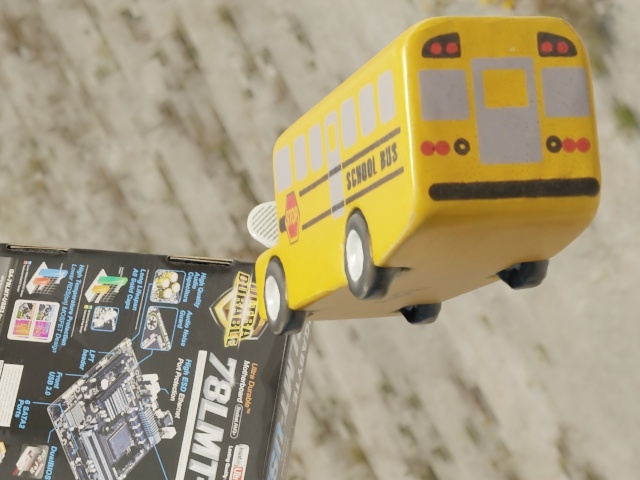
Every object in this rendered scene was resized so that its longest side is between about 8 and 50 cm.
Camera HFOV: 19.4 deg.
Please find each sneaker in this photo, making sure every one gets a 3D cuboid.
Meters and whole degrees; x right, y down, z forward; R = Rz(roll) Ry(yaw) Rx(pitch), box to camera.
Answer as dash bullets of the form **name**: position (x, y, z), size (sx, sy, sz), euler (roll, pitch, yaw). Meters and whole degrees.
- **sneaker**: position (0.000, 0.000, 1.776), size (0.070, 0.134, 0.051), euler (67, -149, -64)

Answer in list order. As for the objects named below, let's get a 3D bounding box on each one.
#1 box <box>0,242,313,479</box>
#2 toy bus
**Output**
- **box**: position (-0.170, 0.151, 1.393), size (0.073, 0.293, 0.295), euler (66, -150, -64)
- **toy bus**: position (0.047, -0.025, 1.087), size (0.333, 0.108, 0.130), euler (150, 115, -72)
